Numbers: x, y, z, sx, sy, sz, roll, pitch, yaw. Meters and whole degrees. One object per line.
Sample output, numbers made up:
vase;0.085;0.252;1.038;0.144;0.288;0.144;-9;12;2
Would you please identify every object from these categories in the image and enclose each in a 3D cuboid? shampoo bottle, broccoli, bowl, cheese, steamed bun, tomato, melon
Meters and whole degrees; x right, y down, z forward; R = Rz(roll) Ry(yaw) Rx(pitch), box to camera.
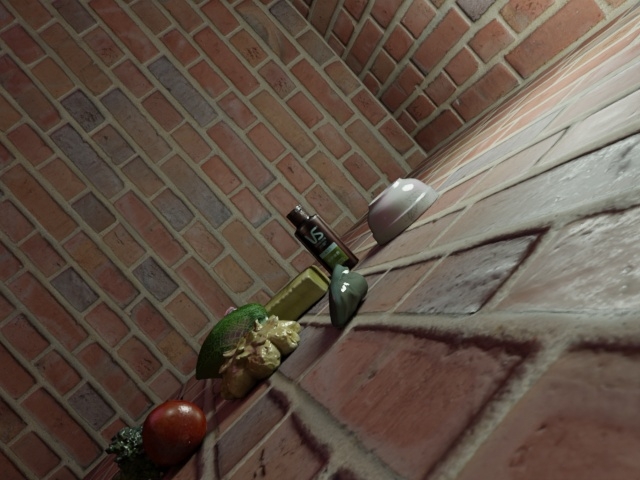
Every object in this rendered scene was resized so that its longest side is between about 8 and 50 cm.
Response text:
shampoo bottle;0.000;0.000;1.889;0.129;0.323;0.084;-41;3;2
broccoli;-0.531;0.636;1.329;0.274;0.177;0.198;-55;7;2
bowl;0.282;-0.127;1.798;0.287;0.143;0.287;-43;2;2
cheese;-0.099;0.227;1.907;0.265;0.124;0.242;-42;5;8
steamed bun;-0.203;0.336;1.429;0.295;0.137;0.292;-37;8;44
tomato;-0.376;0.495;1.238;0.167;0.167;0.167;-42;2;2
melon;-0.289;0.357;1.749;0.331;0.226;0.343;-40;-11;-43

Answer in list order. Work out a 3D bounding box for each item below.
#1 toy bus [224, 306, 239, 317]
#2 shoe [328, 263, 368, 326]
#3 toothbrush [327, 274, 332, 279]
toy bus;-0.316;0.362;2.046;0.090;0.203;0.063;4;52;49
shoe;0.070;0.133;1.220;0.100;0.103;0.251;0;21;1
toothbrush;-0.039;0.226;2.143;0.321;0.023;0.031;-42;9;39
